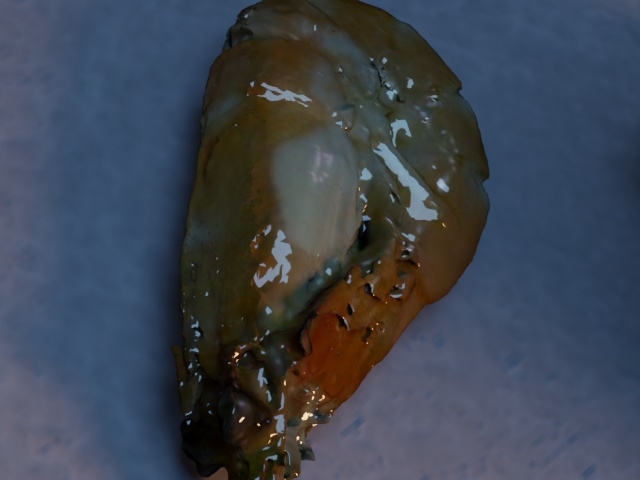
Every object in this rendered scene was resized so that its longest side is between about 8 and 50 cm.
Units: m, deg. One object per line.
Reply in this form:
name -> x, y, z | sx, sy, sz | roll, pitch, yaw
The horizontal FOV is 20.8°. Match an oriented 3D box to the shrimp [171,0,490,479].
shrimp -> 0.000, 0.000, 0.477 | 0.091, 0.043, 0.184 | 26, 53, -10
